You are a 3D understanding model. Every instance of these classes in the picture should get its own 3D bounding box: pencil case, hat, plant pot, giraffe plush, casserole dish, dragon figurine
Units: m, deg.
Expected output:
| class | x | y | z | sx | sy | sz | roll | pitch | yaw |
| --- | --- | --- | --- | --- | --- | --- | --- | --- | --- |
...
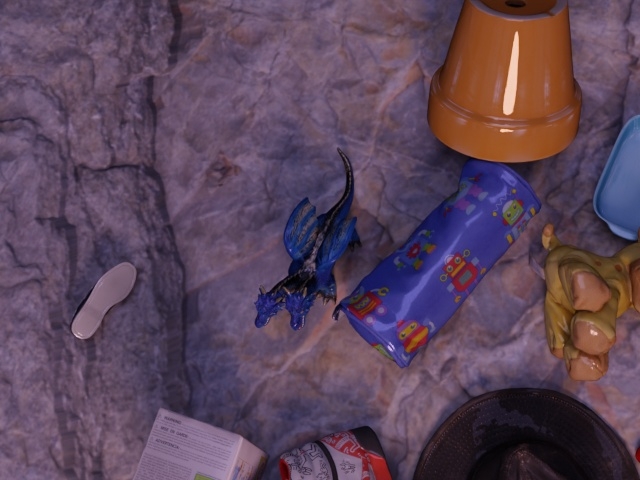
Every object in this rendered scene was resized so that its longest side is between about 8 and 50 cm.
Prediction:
| class | x | y | z | sx | sy | sz | roll | pitch | yaw |
| --- | --- | --- | --- | --- | --- | --- | --- | --- | --- |
| pencil case | 0.155 | 0.026 | 1.586 | 0.306 | 0.133 | 0.119 | -48 | 120 | -7 |
| hat | 0.262 | 0.339 | 1.477 | 0.331 | 0.134 | 0.331 | -2 | 75 | 6 |
| plant pot | 0.248 | -0.236 | 1.567 | 0.205 | 0.188 | 0.205 | 0 | 37 | 0 |
| giraffe plush | 0.383 | 0.065 | 1.545 | 0.170 | 0.181 | 0.210 | -7 | 39 | -6 |
| casserole dish | 0.443 | -0.083 | 1.626 | 0.114 | 0.037 | 0.188 | 23 | 77 | 12 |
| dragon figurine | 0.000 | 0.000 | 1.595 | 0.085 | 0.144 | 0.289 | 21 | 78 | 11 |

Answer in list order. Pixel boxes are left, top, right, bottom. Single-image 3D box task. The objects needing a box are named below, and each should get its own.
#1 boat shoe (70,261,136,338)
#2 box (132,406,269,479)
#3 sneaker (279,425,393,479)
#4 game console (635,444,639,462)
| class | x | y | z | sx | sy | sz | roll | pitch | yaw |
| --- | --- | --- | --- | --- | --- | --- | --- | --- | --- |
| boat shoe | -0.304 | 0.082 | 1.661 | 0.046 | 0.038 | 0.125 | 37 | 80 | -22 |
| box | -0.146 | 0.289 | 1.500 | 0.114 | 0.203 | 0.103 | 17 | 76 | 12 |
| sneaker | 0.038 | 0.361 | 1.475 | 0.145 | 0.090 | 0.270 | -12 | 51 | -16 |
| game console | 0.500 | 0.263 | 1.535 | 0.124 | 0.085 | 0.144 | 27 | 77 | 44 |
